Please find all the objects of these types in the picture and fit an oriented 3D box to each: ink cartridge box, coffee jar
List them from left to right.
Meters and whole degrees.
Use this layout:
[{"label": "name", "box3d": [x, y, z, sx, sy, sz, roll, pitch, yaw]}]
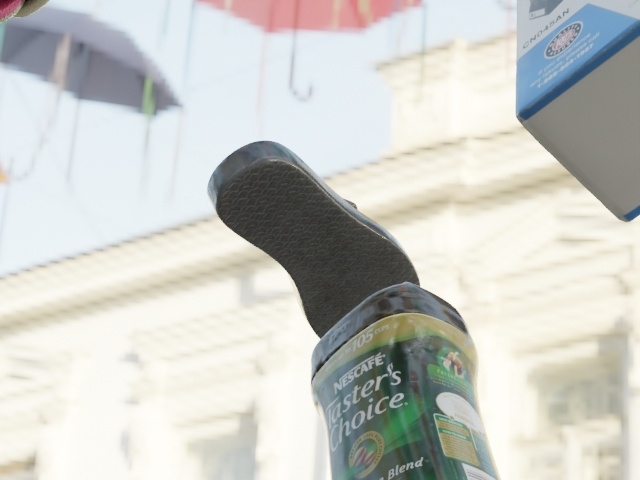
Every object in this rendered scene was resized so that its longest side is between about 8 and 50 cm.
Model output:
[{"label": "coffee jar", "box3d": [0.047, 0.113, 1.042, 0.079, 0.184, 0.096, 29, -58, -30]}, {"label": "ink cartridge box", "box3d": [0.336, -0.250, 1.792, 0.166, 0.395, 0.285, 41, -60, -22]}]

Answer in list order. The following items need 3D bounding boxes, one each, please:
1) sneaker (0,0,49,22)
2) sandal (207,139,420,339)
[{"label": "sneaker", "box3d": [-0.184, -0.159, 0.938, 0.103, 0.111, 0.252, 2, 1, -24]}, {"label": "sandal", "box3d": [0.000, -0.001, 1.480, 0.097, 0.054, 0.254, -34, -45, 4]}]
